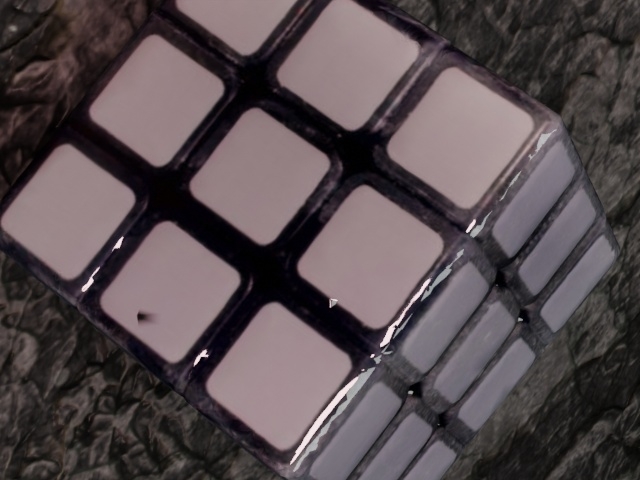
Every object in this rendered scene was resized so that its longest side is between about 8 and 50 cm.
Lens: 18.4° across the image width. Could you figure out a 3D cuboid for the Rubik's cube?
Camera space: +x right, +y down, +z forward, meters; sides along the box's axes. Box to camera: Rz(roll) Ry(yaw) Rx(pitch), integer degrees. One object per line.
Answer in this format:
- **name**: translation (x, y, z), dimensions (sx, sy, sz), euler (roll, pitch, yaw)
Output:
- **Rubik's cube**: translation (0.000, 0.000, 1.431), dimensions (0.303, 0.301, 0.305), euler (-52, 158, -3)
